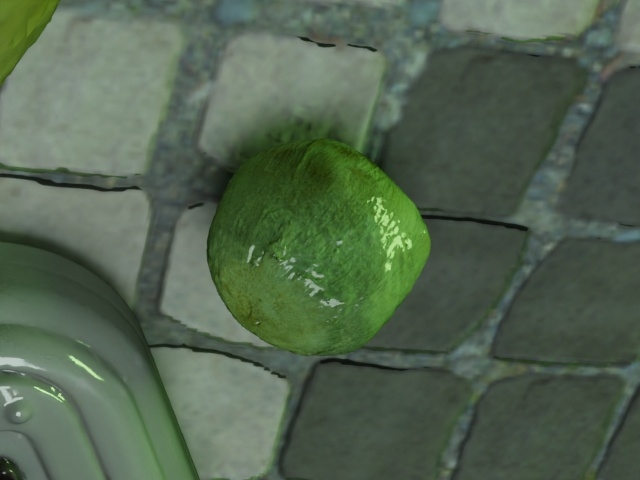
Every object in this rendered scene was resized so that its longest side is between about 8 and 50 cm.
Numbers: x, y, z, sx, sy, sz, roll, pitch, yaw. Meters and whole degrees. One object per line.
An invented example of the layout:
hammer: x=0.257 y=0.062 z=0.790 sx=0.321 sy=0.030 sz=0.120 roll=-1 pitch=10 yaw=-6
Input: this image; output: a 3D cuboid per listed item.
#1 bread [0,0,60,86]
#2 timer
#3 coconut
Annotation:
bread: x=-0.158 y=-0.161 z=0.463 sx=0.237 sy=0.320 sz=0.321 roll=6 pitch=126 yaw=1
timer: x=-0.184 y=0.127 z=0.801 sx=0.262 sy=0.087 sz=0.237 roll=-18 pitch=127 yaw=-1
coconut: x=0.000 y=0.000 z=0.758 sx=0.087 sy=0.096 sz=0.088 roll=18 pitch=141 yaw=16
